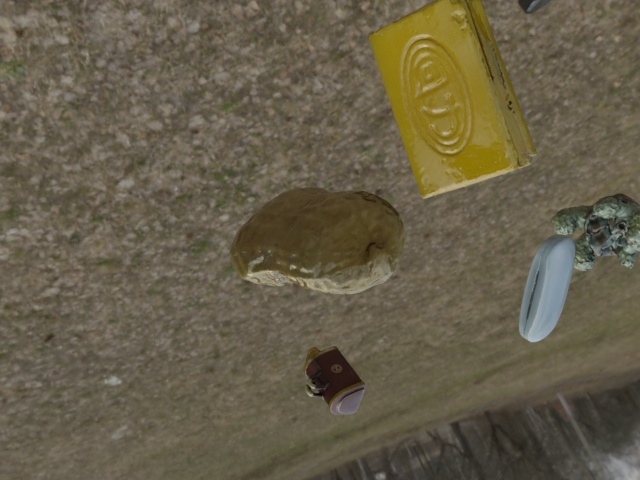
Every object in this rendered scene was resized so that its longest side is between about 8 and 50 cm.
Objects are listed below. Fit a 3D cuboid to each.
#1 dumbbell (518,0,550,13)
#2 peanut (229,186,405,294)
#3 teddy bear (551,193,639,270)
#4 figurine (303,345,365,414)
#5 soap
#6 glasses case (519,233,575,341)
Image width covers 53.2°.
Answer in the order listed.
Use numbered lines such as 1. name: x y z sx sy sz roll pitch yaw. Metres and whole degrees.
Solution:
1. dumbbell: 0.433 -0.594 1.381 0.100 0.191 0.100 -35 175 -3
2. peanut: 0.000 0.000 0.843 0.232 0.110 0.196 5 -146 39
3. teddy bear: 0.515 -0.020 1.078 0.213 0.133 0.111 -5 -148 46
4. figurine: 0.008 0.280 1.287 0.098 0.154 0.083 -9 127 -32
5. soap: 0.227 -0.255 1.128 0.204 0.325 0.096 -18 -177 35
6. glasses case: 0.341 0.074 0.964 0.067 0.045 0.179 -16 123 -31
